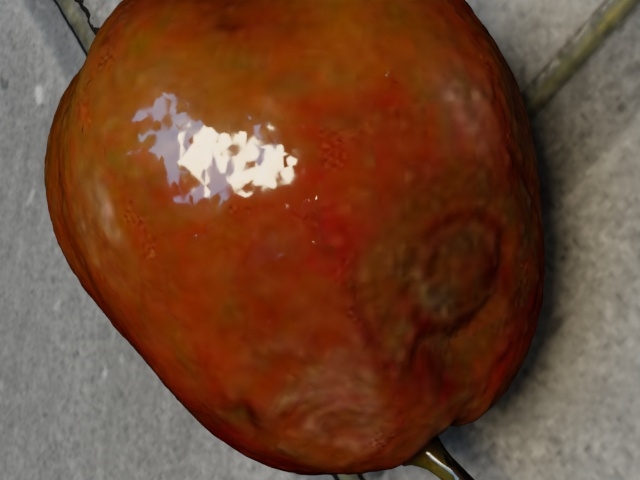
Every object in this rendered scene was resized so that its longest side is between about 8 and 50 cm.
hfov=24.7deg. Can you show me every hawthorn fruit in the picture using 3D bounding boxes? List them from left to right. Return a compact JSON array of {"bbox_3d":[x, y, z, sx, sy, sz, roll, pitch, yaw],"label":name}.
[{"bbox_3d":[0.000,0.000,0.647,0.224,0.224,0.261,-25,79,35],"label":"hawthorn fruit"}]
